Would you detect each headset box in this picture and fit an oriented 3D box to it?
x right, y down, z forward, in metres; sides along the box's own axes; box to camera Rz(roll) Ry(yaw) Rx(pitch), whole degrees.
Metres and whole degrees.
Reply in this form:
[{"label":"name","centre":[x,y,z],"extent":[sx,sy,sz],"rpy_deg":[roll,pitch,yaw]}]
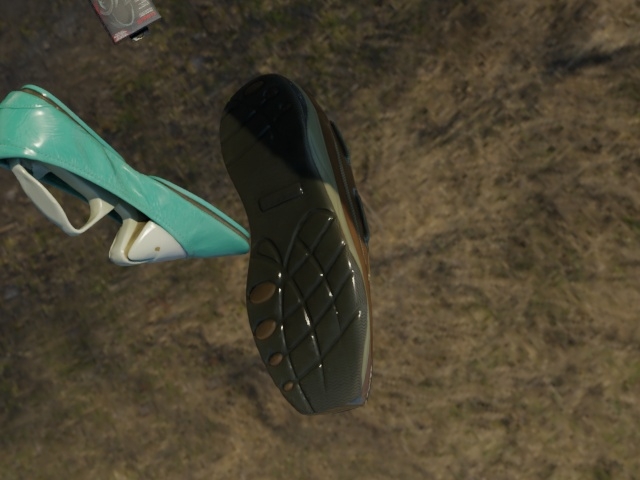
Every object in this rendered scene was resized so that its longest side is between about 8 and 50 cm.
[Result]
[{"label":"headset box","centre":[-0.227,-0.269,1.203],"extent":[0.062,0.083,0.032],"rpy_deg":[-31,-172,-9]}]

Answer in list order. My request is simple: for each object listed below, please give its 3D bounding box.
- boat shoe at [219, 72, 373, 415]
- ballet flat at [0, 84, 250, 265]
[{"label":"boat shoe","centre":[0.000,0.000,0.992],"extent":[0.123,0.324,0.120],"rpy_deg":[-17,166,29]},{"label":"ballet flat","centre":[-0.175,-0.029,0.889],"extent":[0.247,0.083,0.087],"rpy_deg":[35,69,-24]}]
